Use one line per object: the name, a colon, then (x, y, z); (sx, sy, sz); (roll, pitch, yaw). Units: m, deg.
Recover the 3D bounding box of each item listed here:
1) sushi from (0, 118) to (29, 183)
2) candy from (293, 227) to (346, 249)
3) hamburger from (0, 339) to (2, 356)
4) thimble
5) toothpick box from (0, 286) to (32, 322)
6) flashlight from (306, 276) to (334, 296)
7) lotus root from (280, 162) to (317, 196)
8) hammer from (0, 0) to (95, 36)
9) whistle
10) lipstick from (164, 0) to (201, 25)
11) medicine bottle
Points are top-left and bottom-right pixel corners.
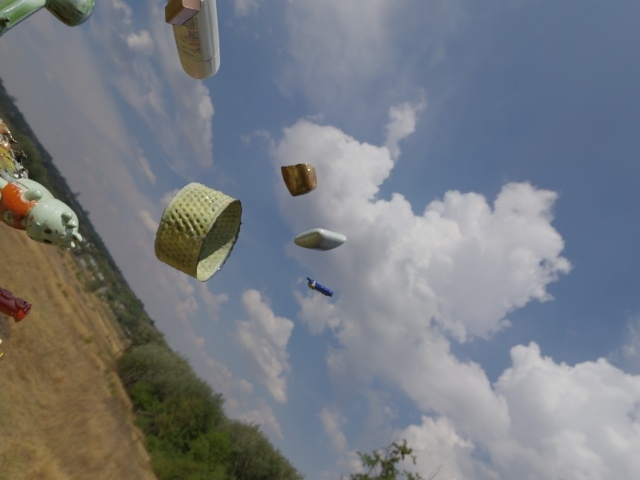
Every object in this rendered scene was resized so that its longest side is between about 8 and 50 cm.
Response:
sushi: (-1.020, -0.234, 1.249); (0.418, 0.175, 0.417); (57, -7, 11)
candy: (0.000, 0.000, 1.599); (0.138, 0.174, 0.071); (-17, -108, 33)
hamburger: (-1.055, 0.358, 1.167); (0.274, 0.274, 0.213); (1, -93, 59)
thimble: (-0.356, -0.023, 1.258); (0.149, 0.271, 0.271); (24, -35, 6)
toothpick box: (-0.653, 0.132, 0.880); (0.047, 0.047, 0.083); (18, -25, 53)
flashlight: (-0.005, 0.182, 1.599); (0.121, 0.035, 0.057); (27, -33, 25)
lotus root: (-0.074, -0.262, 1.783); (0.095, 0.159, 0.135); (-25, -103, 55)
hammer: (-0.702, -0.572, 1.003); (0.118, 0.336, 0.206); (-22, -51, 36)
whistle: (-0.594, -0.066, 0.860); (0.253, 0.102, 0.106); (33, 3, 3)
lipstick: (-0.329, -0.552, 1.002); (0.145, 0.045, 0.045); (17, -73, 54)
medicine bottle: (-0.366, -0.611, 1.239); (0.130, 0.130, 0.341); (55, -18, 9)
